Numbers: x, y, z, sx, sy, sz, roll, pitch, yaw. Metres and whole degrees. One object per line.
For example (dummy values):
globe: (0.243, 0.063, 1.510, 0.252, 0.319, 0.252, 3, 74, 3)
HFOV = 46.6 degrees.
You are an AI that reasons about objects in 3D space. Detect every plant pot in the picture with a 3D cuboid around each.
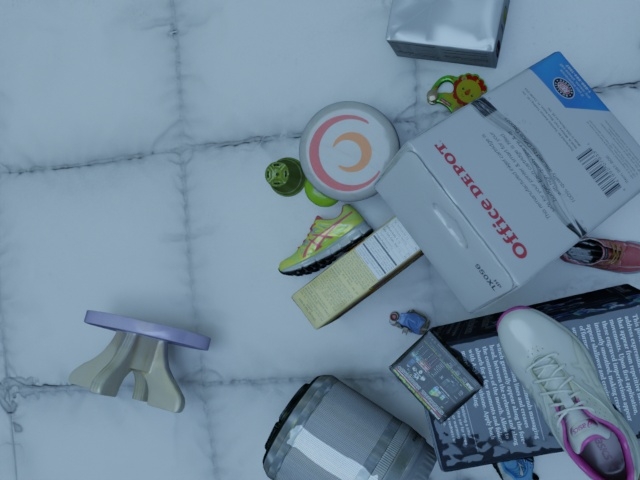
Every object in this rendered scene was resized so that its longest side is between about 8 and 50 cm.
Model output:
plant pot: (-0.078, -0.133, 1.520, 0.083, 0.079, 0.083, 0, 90, 15)

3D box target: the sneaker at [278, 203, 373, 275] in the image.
sneaker: (0.000, 0.000, 1.509, 0.209, 0.081, 0.094, -30, 76, 6)

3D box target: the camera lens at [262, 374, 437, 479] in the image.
camera lens: (0.049, 0.397, 1.362, 0.274, 0.219, 0.219, 32, 98, 12)

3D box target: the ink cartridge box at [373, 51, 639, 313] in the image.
ink cartridge box: (0.334, -0.104, 1.270, 0.395, 0.166, 0.285, -32, 81, -27)

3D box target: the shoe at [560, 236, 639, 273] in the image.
shoe: (0.531, 0.028, 1.367, 0.178, 0.081, 0.063, 6, 92, 14)

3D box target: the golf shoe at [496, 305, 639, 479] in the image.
golf shoe: (0.366, 0.228, 1.080, 0.115, 0.140, 0.306, -38, 80, 13)

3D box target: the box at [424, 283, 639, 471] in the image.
box: (0.388, 0.229, 1.296, 0.396, 0.293, 0.211, -14, 87, 13)

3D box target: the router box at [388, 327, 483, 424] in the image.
router box: (0.183, 0.215, 1.177, 0.092, 0.038, 0.122, -45, 79, 11)

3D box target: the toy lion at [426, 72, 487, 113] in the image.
toy lion: (0.273, -0.290, 1.458, 0.100, 0.034, 0.096, 36, 92, 12)

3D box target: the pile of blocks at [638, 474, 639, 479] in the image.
pile of blocks: (0.724, 0.370, 1.324, 0.362, 0.149, 0.112, -14, 44, 5)

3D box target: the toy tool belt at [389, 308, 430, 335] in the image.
toy tool belt: (0.174, 0.162, 1.473, 0.083, 0.051, 0.052, 17, 94, 14)

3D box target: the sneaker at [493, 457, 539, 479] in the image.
sneaker: (0.364, 0.417, 1.410, 0.073, 0.063, 0.162, -34, 117, -2)

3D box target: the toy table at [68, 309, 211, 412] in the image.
toy table: (-0.377, 0.247, 1.528, 0.274, 0.252, 0.160, 8, 76, 26)

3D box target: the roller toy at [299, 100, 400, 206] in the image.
roller toy: (0.062, -0.175, 1.451, 0.210, 0.146, 0.191, -12, 97, 8)

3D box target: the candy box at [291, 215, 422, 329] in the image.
candy box: (0.110, 0.038, 1.421, 0.316, 0.183, 0.087, -39, 83, 11)

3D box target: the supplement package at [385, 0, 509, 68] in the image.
supplement package: (0.255, -0.479, 1.400, 0.204, 0.145, 0.261, 11, 94, 14)
